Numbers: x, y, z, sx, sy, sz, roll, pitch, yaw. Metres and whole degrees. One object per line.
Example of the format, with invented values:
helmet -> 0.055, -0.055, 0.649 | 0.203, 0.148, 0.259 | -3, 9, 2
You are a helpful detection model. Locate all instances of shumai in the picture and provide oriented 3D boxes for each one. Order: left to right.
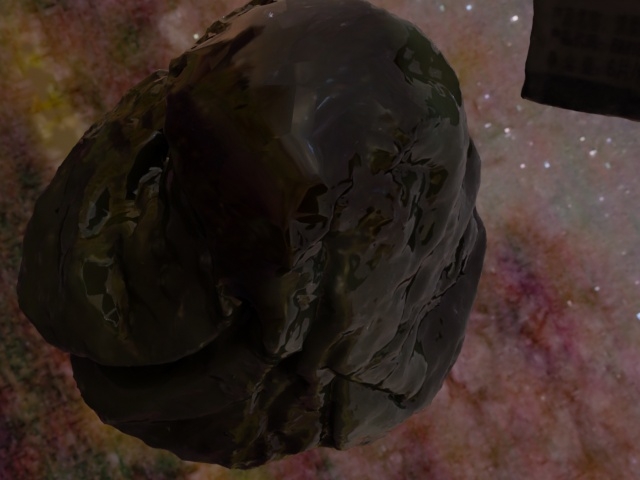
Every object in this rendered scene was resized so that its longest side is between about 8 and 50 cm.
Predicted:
shumai -> 0.000, 0.000, 0.494 | 0.304, 0.309, 0.263 | 41, -17, -7

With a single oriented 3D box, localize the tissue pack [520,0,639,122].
tissue pack -> 0.350, -0.162, 0.506 | 0.394, 0.288, 0.124 | 16, -40, 21
